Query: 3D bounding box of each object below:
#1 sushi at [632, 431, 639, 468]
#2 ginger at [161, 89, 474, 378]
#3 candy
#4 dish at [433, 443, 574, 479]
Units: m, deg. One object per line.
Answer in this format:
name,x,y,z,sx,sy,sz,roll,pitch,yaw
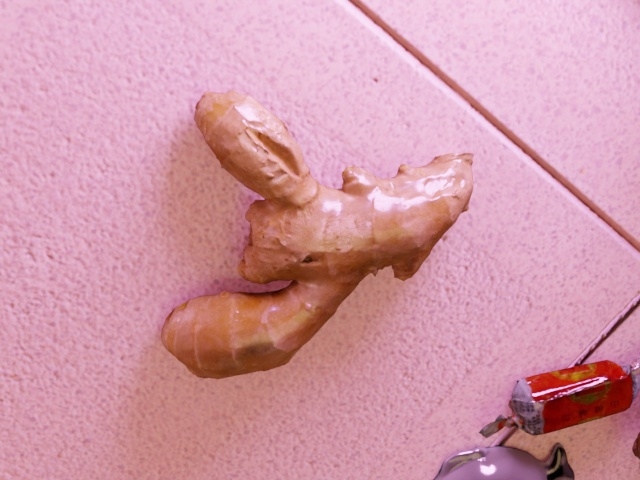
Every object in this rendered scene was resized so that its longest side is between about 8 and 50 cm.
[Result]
sushi,0.555,0.266,1.571,0.219,0.225,0.238,37,63,1
ginger,-0.001,0.018,1.342,0.348,0.122,0.363,8,104,-9
candy,0.355,0.216,1.568,0.292,0.059,0.086,-15,122,-7
dish,0.264,0.392,1.621,0.246,0.078,0.224,-26,118,-1
